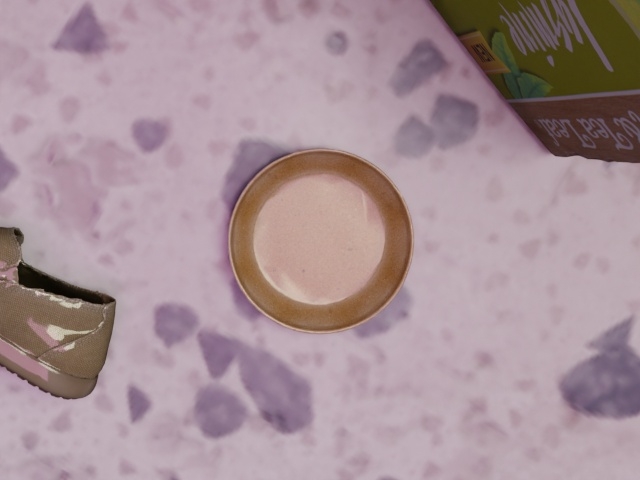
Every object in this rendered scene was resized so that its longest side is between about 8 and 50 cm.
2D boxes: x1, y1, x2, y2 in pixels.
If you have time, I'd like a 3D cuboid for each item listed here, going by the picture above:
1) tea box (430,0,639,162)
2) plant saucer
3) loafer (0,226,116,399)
[{"bbox_3d":[0.107,-0.207,0.356,0.220,0.329,0.323,-40,97,-1],"label":"tea box"},{"bbox_3d":[0.000,0.000,0.527,0.083,0.015,0.083,0,96,-4],"label":"plant saucer"},{"bbox_3d":[-0.150,0.011,0.498,0.148,0.056,0.050,34,92,-18],"label":"loafer"}]
